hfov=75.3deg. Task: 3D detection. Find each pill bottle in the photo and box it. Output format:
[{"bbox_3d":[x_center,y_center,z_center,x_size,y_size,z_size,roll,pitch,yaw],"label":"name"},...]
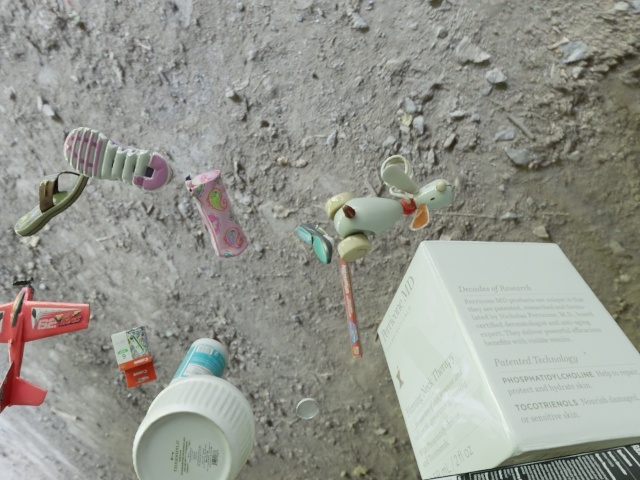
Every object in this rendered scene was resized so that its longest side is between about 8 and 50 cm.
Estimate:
[{"bbox_3d":[-0.422,0.475,1.414,0.146,0.264,0.146,5,123,8],"label":"pill bottle"}]

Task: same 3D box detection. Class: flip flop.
[{"bbox_3d":[-0.691,-0.119,1.064,0.277,0.112,0.080,-37,129,6],"label":"flip flop"}]

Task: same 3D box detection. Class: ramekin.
[{"bbox_3d":[-0.225,0.357,0.734,0.207,0.109,0.207,0,91,-1],"label":"ramekin"}]

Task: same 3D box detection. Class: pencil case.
[{"bbox_3d":[-0.333,-0.082,1.339,0.124,0.124,0.284,-5,118,25],"label":"pencil case"}]

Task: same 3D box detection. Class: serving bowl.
[{"bbox_3d":[-0.048,0.606,1.509,0.083,0.027,0.084,-3,108,-11],"label":"serving bowl"}]

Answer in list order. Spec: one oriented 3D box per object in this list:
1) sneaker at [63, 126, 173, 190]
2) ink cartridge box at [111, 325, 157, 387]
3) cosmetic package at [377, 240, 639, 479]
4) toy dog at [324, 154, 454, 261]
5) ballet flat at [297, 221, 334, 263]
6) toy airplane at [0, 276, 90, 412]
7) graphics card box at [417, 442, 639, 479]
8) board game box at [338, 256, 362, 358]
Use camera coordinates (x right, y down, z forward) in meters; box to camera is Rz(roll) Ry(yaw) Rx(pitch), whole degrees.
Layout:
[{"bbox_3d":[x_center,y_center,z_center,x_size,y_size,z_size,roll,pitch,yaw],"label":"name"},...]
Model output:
[{"bbox_3d":[-0.419,-0.165,0.885,0.236,0.104,0.095,19,96,1],"label":"sneaker"},{"bbox_3d":[-0.388,0.243,0.866,0.029,0.062,0.115,129,123,-73],"label":"ink cartridge box"},{"bbox_3d":[0.352,0.251,0.825,0.327,0.394,0.330,0,135,-14],"label":"cosmetic package"},{"bbox_3d":[0.159,-0.090,1.003,0.220,0.333,0.161,47,171,17],"label":"toy dog"},{"bbox_3d":[0.000,0.000,1.253,0.203,0.074,0.074,44,147,49],"label":"ballet flat"},{"bbox_3d":[-0.311,0.109,0.428,0.151,0.151,0.028,20,156,8],"label":"toy airplane"},{"bbox_3d":[0.240,0.383,0.461,0.370,0.094,0.233,-20,90,14],"label":"graphics card box"},{"bbox_3d":[0.091,0.196,1.219,0.027,0.145,0.282,-9,78,7],"label":"board game box"}]
